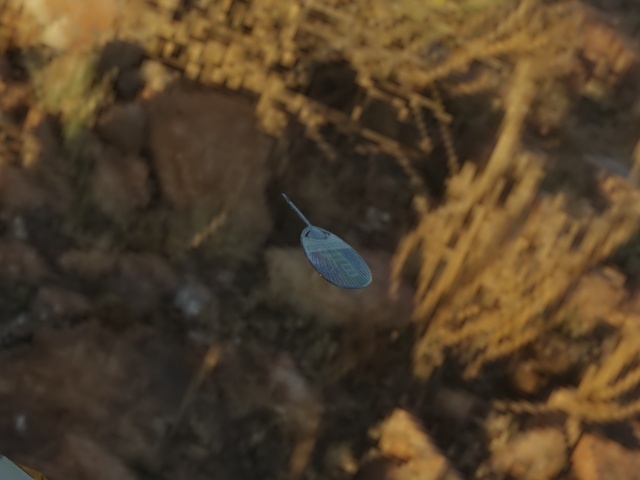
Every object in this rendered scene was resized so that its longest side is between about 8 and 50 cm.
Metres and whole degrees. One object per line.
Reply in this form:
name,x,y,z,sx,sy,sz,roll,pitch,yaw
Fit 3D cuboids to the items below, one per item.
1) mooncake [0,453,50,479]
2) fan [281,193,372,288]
mooncake,-0.155,0.154,0.338,0.284,0.284,0.155,7,52,-31
fan,0.007,0.005,1.209,0.060,0.003,0.080,22,32,-36
